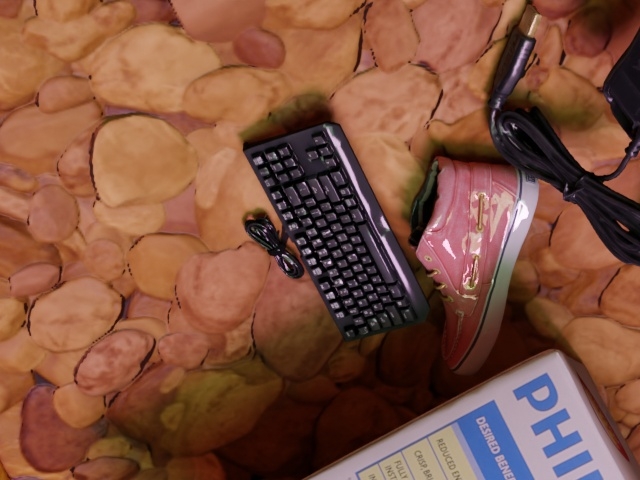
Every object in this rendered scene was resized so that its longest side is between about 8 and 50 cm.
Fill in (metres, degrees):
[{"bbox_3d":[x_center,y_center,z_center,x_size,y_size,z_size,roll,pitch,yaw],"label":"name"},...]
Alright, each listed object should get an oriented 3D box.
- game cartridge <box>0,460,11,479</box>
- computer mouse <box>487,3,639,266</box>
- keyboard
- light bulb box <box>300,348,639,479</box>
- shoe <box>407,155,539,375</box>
[{"bbox_3d":[-0.372,0.309,1.153,0.285,0.052,0.323,-13,120,0],"label":"game cartridge"},{"bbox_3d":[0.219,-0.127,0.911,0.060,0.184,0.262,-22,143,-43],"label":"computer mouse"},{"bbox_3d":[0.000,0.000,1.005,0.108,0.023,0.180,-13,118,27],"label":"keyboard"},{"bbox_3d":[0.117,0.322,1.022,0.361,0.358,0.225,-30,165,11],"label":"light bulb box"},{"bbox_3d":[0.102,0.019,1.031,0.081,0.063,0.178,9,115,-11],"label":"shoe"}]
